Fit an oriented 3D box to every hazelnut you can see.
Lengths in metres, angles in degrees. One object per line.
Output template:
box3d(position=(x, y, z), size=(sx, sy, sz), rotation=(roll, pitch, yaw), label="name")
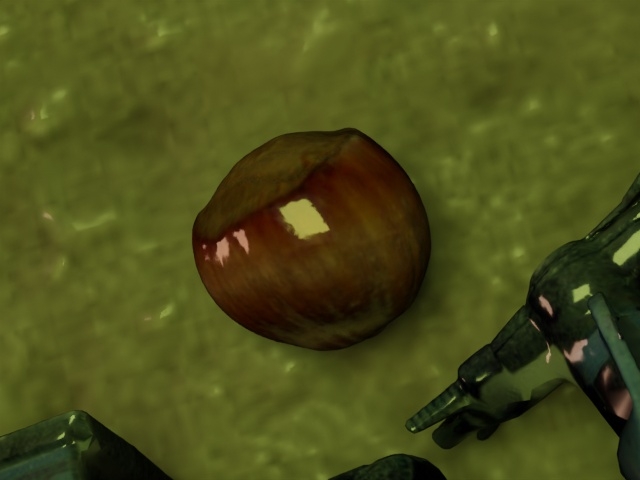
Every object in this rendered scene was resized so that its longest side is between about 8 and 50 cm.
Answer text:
box3d(position=(0.000, 0.000, 0.662), size=(0.086, 0.086, 0.086), rotation=(-3, 77, 15), label="hazelnut")

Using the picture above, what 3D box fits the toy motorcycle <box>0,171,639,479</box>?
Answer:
box3d(position=(0.036, 0.105, 0.587), size=(0.358, 0.125, 0.212), rotation=(-21, 57, 12), label="toy motorcycle")
